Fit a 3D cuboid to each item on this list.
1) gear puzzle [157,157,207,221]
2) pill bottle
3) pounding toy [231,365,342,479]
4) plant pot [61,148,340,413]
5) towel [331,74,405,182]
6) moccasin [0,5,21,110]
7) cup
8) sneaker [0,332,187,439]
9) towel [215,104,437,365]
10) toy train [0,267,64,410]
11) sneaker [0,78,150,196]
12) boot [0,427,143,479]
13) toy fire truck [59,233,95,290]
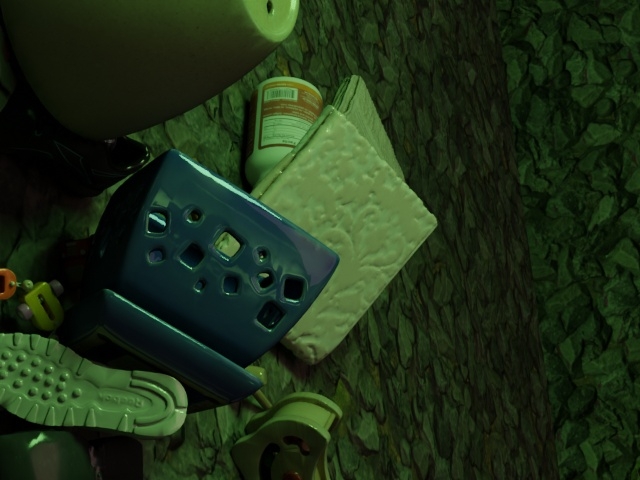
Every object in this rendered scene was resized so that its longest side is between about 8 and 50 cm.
[{"bbox_3d":[-0.177,0.039,1.677,0.175,0.044,0.339,51,39,-44],"label":"gear puzzle"},{"bbox_3d":[-0.060,-0.145,2.078,0.121,0.121,0.216,47,38,-49],"label":"pill bottle"},{"bbox_3d":[-0.027,0.289,1.881,0.269,0.154,0.155,69,25,-18],"label":"pounding toy"},{"bbox_3d":[-0.154,0.063,1.471,0.236,0.236,0.212,32,68,-15],"label":"plant pot"},{"bbox_3d":[0.096,-0.171,2.532,0.282,0.049,0.187,63,27,-29],"label":"towel"},{"bbox_3d":[-0.397,-0.216,1.361,0.380,0.147,0.139,-82,163,-47],"label":"moccasin"},{"bbox_3d":[-0.163,-0.286,1.432,0.331,0.237,0.331,-4,90,-67],"label":"cup"},{"bbox_3d":[-0.260,0.165,1.385,0.095,0.235,0.090,135,-26,-74],"label":"sneaker"},{"bbox_3d":[0.000,0.000,1.981,0.317,0.053,0.332,-50,134,-5],"label":"towel"},{"bbox_3d":[-0.342,0.097,1.420,0.125,0.046,0.166,-9,97,-40],"label":"toy train"},{"bbox_3d":[-0.309,-0.138,1.536,0.267,0.106,0.101,34,50,-56],"label":"sneaker"},{"bbox_3d":[-0.283,0.402,1.253,0.367,0.146,0.445,38,46,-67],"label":"boot"},{"bbox_3d":[-0.251,0.061,1.633,0.192,0.047,0.135,-2,82,-64],"label":"toy fire truck"}]
